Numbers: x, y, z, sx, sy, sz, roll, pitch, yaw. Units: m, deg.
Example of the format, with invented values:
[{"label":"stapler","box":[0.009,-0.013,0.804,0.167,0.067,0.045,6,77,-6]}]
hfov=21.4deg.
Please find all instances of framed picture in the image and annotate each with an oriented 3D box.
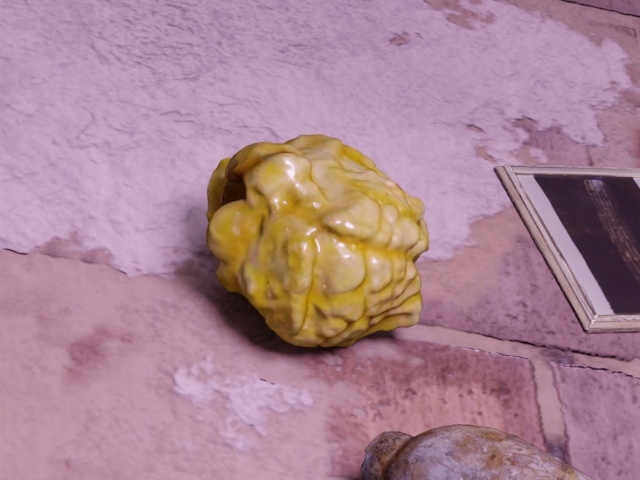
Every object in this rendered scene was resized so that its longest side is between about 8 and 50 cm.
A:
[{"label":"framed picture","box":[0.360,0.002,2.015,0.231,0.018,0.293,0,41,-22]}]

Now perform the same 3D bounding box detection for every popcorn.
[{"label":"popcorn","box":[0.000,0.000,1.744,0.255,0.195,0.256,25,38,-7]}]

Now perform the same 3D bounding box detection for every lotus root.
[{"label":"lotus root","box":[0.174,0.270,1.490,0.349,0.175,0.175,34,40,25]}]
